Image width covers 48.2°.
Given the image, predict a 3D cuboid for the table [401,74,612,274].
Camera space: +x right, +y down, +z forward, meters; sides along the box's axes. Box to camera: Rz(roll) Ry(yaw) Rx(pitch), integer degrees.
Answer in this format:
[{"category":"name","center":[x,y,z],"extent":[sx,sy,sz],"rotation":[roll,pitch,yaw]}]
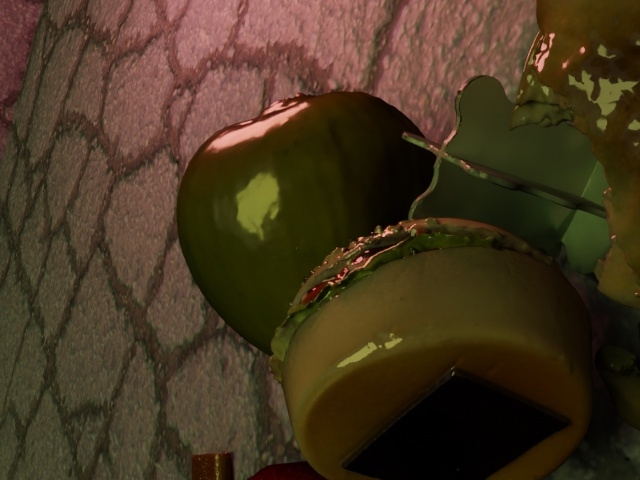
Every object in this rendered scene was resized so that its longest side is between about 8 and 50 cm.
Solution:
[{"category":"table","center":[0.190,-0.061,0.704],"extent":[0.166,0.199,0.166],"rotation":[-35,49,53]}]

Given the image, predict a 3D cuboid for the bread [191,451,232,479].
[{"category":"bread","center":[-0.186,0.415,1.230],"extent":[0.090,0.035,0.094],"rotation":[-23,65,47]}]

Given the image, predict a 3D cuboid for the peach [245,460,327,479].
[{"category":"peach","center":[0.018,0.404,0.726],"extent":[0.388,0.389,0.387],"rotation":[-13,73,49]}]

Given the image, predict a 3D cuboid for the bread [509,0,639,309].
[{"category":"bread","center":[0.272,-0.128,0.495],"extent":[0.314,0.192,0.369],"rotation":[22,101,45]}]

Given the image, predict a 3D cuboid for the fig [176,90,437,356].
[{"category":"fig","center":[-0.004,-0.002,0.863],"extent":[0.343,0.344,0.343],"rotation":[-13,73,49]}]

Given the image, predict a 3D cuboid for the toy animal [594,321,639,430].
[{"category":"toy animal","center":[0.315,0.153,0.595],"extent":[0.219,0.103,0.100],"rotation":[-142,43,-66]}]

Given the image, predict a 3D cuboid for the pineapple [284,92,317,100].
[{"category":"pineapple","center":[-0.089,-0.137,1.147],"extent":[0.277,0.119,0.130],"rotation":[-18,63,49]}]

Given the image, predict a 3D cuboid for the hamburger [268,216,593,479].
[{"category":"hamburger","center":[0.103,0.109,0.663],"extent":[0.300,0.300,0.176],"rotation":[-52,23,32]}]
